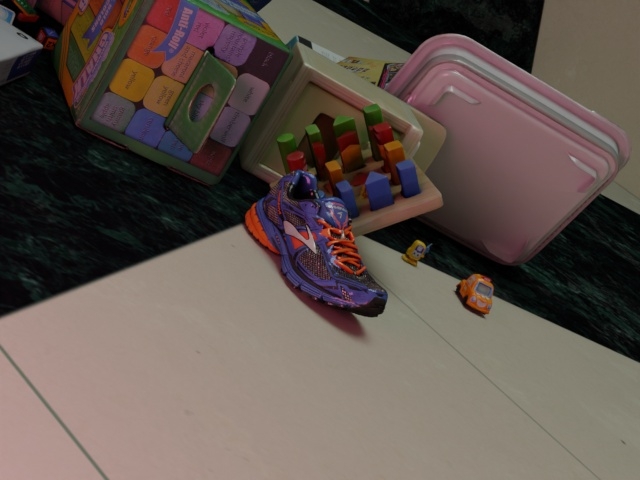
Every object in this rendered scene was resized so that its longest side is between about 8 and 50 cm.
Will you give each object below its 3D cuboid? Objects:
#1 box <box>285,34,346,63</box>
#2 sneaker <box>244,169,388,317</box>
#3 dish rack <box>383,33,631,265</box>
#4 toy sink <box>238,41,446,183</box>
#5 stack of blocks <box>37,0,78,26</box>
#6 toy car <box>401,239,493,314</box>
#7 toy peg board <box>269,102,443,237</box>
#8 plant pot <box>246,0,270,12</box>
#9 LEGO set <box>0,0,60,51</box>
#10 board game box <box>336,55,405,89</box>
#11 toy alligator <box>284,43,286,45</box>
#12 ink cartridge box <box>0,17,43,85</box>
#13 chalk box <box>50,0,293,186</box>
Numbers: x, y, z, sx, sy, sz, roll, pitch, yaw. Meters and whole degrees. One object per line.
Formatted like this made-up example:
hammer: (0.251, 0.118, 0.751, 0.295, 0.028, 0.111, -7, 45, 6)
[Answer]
box: (0.040, -0.232, 2.197, 0.244, 0.060, 0.100, 20, 47, -38)
sneaker: (0.000, 0.000, 1.390, 0.083, 0.087, 0.221, 16, 21, -44)
dish rack: (0.217, -0.101, 1.854, 0.333, 0.285, 0.072, 29, 41, -15)
toy sink: (0.036, -0.113, 1.703, 0.234, 0.153, 0.131, 29, 15, -16)
stack of blocks: (-0.255, -0.370, 1.679, 0.171, 0.297, 0.087, 36, 54, 17)
toy car: (0.159, 0.041, 1.668, 0.122, 0.040, 0.060, 32, 15, -3)
toy peg board: (0.030, -0.079, 1.543, 0.160, 0.161, 0.079, -122, -166, -59)
plant pot: (-0.203, -0.454, 2.195, 0.236, 0.212, 0.236, 14, 24, -50)
LEGO set: (-0.420, -0.298, 1.631, 0.244, 0.060, 0.182, 26, 28, -18)
board game box: (0.085, -0.212, 2.002, 0.243, 0.042, 0.165, 14, 34, 41)
toy alligator: (-0.074, -0.288, 2.244, 0.051, 0.056, 0.189, -6, 3, 20)
ink cartridge box: (-0.409, -0.225, 1.373, 0.224, 0.045, 0.223, 31, 15, -4)
chalk box: (-0.163, -0.191, 1.499, 0.179, 0.180, 0.289, 24, 15, -27)
